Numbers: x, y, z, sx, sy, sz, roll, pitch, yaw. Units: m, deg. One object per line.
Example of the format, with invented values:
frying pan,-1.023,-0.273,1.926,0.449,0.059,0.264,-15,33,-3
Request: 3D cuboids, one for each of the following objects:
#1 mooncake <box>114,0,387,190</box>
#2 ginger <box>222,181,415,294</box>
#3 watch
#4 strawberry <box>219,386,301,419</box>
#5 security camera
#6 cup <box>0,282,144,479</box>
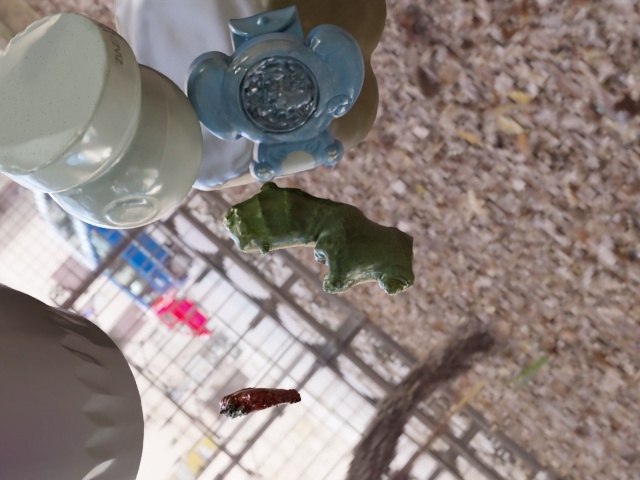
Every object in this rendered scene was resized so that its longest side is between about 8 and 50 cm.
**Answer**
mooncake,-0.121,-0.315,1.699,0.467,0.262,0.467,19,118,41
ginger,0.005,0.000,1.528,0.289,0.137,0.089,26,166,-2
watch,-0.050,-0.183,1.284,0.211,0.211,0.193,44,-170,-13
strawberry,-0.104,0.270,1.795,0.104,0.152,0.048,-20,84,53
security camera,-0.229,-0.117,1.153,0.194,0.195,0.236,36,-177,33
cup,-0.294,0.131,0.684,0.253,0.253,0.371,38,-170,22
